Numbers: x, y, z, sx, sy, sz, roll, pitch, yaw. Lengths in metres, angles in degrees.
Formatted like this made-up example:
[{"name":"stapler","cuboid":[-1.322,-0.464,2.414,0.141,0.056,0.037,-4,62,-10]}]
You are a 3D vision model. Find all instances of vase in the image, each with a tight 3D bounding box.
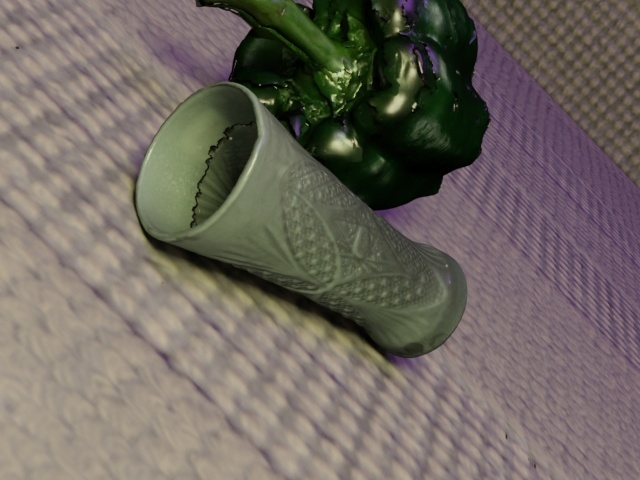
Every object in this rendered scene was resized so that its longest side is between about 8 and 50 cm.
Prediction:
[{"name":"vase","cuboid":[0.000,0.000,0.739,0.219,0.096,0.096,33,23,-42]}]

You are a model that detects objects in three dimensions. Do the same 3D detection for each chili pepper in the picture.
[{"name":"chili pepper","cuboid":[0.012,-0.112,0.882,0.261,0.173,0.165,17,60,-57]}]
